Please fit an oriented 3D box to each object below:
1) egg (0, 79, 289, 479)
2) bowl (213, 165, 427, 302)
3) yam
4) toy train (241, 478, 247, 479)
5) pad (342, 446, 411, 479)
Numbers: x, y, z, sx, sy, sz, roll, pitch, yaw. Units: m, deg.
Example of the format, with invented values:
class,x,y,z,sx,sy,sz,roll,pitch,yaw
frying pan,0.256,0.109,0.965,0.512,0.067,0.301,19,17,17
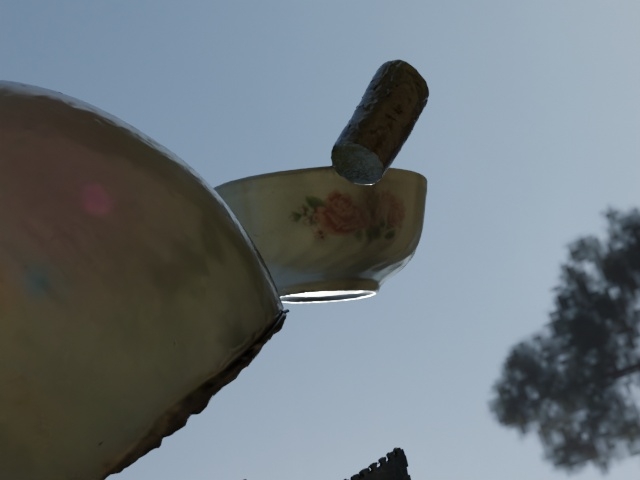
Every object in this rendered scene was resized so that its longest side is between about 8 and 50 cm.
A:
class,x,y,z,sx,sy,sz,roll,pitch,yaw
egg,-0.255,0.030,1.236,0.340,0.354,0.354,52,-155,-5
bowl,0.000,0.000,1.846,0.277,0.277,0.145,10,-104,-63
yam,0.052,-0.100,1.254,0.054,0.054,0.132,57,-141,-23
toy train,-0.158,0.324,1.574,0.131,0.204,0.082,-114,9,-67
pad,0.049,0.337,1.306,0.270,0.012,0.269,-18,-84,-64
